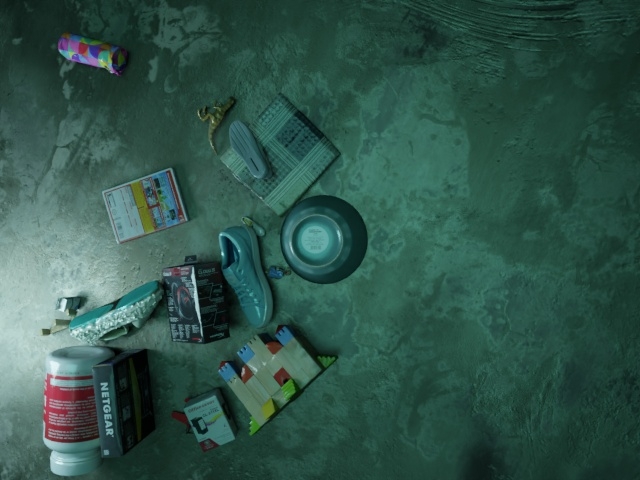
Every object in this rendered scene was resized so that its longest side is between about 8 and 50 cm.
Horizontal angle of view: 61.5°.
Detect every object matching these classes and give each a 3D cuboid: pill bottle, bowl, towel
[{"bbox_3d":[-0.855,0.596,1.908,0.229,0.229,0.408,3,92,8],"label":"pill bottle"},{"bbox_3d":[0.000,0.000,1.802,0.311,0.163,0.311,0,92,8],"label":"bowl"},{"bbox_3d":[-0.143,-0.293,1.878,0.312,0.056,0.324,45,95,2],"label":"towel"}]

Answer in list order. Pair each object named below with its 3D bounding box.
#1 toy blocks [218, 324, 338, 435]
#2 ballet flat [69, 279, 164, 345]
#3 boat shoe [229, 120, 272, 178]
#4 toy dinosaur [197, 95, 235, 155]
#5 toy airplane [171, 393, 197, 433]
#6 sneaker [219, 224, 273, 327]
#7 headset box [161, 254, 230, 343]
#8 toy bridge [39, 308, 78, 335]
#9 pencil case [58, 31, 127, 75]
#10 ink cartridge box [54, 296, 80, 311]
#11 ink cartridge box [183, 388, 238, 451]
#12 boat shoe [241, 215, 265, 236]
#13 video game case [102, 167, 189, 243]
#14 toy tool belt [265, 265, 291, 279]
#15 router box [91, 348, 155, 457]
[{"bbox_3d":[-0.168,0.433,1.847,0.381,0.191,0.261,-44,74,8],"label":"toy blocks"},{"bbox_3d":[-0.709,0.269,1.940,0.409,0.147,0.147,-23,88,14],"label":"ballet flat"},{"bbox_3d":[-0.237,-0.300,1.824,0.083,0.076,0.226,-29,76,17],"label":"boat shoe"},{"bbox_3d":[-0.375,-0.423,1.895,0.112,0.064,0.211,28,96,5],"label":"toy dinosaur"},{"bbox_3d":[-0.468,0.633,1.954,0.151,0.028,0.151,0,92,7],"label":"toy airplane"},{"bbox_3d":[-0.276,0.130,1.835,0.135,0.150,0.366,-20,83,36],"label":"sneaker"},{"bbox_3d":[-0.431,0.197,1.845,0.218,0.110,0.293,-8,90,45],"label":"headset box"},{"bbox_3d":[-0.957,0.305,1.994,0.188,0.063,0.026,-32,63,23],"label":"toy bridge"},{"bbox_3d":[-0.816,-0.674,1.937,0.236,0.104,0.104,19,94,9],"label":"pencil case"},{"bbox_3d":[-0.931,0.235,1.981,0.028,0.083,0.048,16,94,20],"label":"ink cartridge box"},{"bbox_3d":[-0.388,0.635,1.904,0.127,0.072,0.175,-23,95,1],"label":"ink cartridge box"},{"bbox_3d":[-0.238,-0.050,1.898,0.100,0.035,0.035,43,97,5],"label":"boat shoe"},{"bbox_3d":[-0.637,-0.125,1.960,0.285,0.025,0.204,-17,89,9],"label":"video game case"},{"bbox_3d":[-0.148,0.113,1.881,0.083,0.051,0.052,5,92,8],"label":"toy tool belt"},{"bbox_3d":[-0.680,0.556,1.876,0.081,0.243,0.309,-6,90,8],"label":"router box"}]
